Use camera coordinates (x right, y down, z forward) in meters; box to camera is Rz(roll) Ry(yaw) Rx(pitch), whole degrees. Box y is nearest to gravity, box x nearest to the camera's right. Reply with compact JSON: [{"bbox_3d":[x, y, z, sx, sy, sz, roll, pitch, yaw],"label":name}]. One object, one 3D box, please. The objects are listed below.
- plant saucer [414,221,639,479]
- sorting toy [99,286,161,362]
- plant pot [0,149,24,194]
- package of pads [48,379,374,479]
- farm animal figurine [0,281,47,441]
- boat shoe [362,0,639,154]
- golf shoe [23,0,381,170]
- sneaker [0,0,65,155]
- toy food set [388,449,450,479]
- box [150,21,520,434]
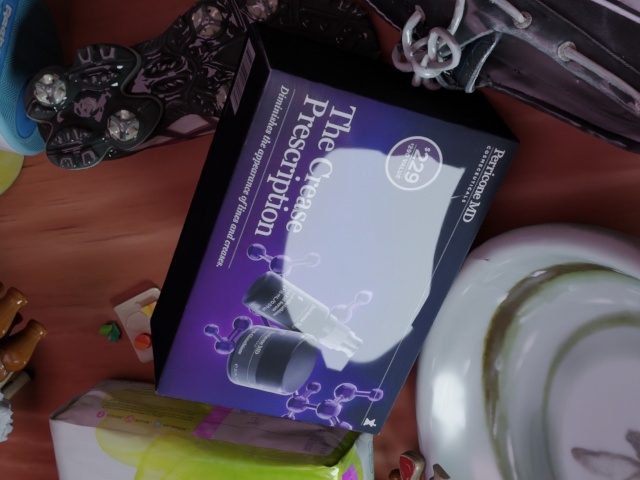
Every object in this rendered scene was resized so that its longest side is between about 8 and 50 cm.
[{"bbox_3d":[0.218,0.175,0.674,0.400,0.101,0.400,36,133,51],"label":"plant saucer"},{"bbox_3d":[-0.169,0.085,0.929,0.083,0.012,0.062,-26,94,28],"label":"sorting toy"},{"bbox_3d":[-0.345,-0.080,0.888,0.134,0.095,0.134,2,111,4],"label":"plant pot"},{"bbox_3d":[-0.095,0.251,0.897,0.297,0.101,0.229,3,108,23],"label":"package of pads"},{"bbox_3d":[-0.415,0.055,0.860,0.330,0.172,0.327,39,153,4],"label":"farm animal figurine"},{"bbox_3d":[0.100,-0.145,0.661,0.306,0.113,0.105,27,76,5],"label":"boat shoe"},{"bbox_3d":[-0.089,-0.131,0.781,0.273,0.120,0.105,-13,94,4],"label":"golf shoe"},{"bbox_3d":[-0.337,-0.164,0.765,0.208,0.319,0.127,9,75,11],"label":"sneaker"},{"bbox_3d":[0.075,0.226,0.833,0.078,0.019,0.122,36,134,50],"label":"toy food set"},{"bbox_3d":[0.000,0.000,0.730,0.184,0.103,0.261,12,117,-20],"label":"box"}]
